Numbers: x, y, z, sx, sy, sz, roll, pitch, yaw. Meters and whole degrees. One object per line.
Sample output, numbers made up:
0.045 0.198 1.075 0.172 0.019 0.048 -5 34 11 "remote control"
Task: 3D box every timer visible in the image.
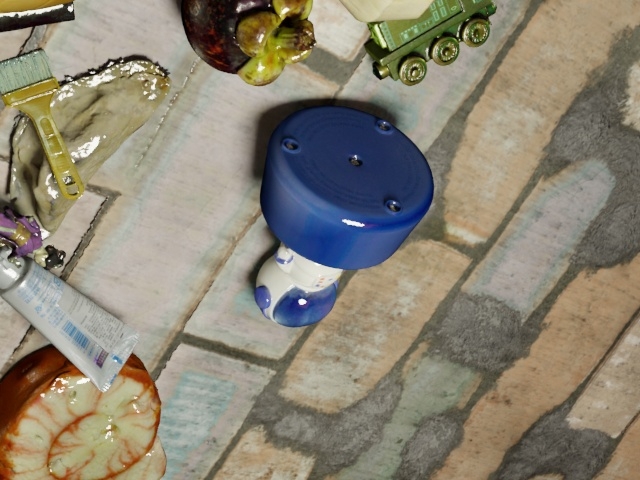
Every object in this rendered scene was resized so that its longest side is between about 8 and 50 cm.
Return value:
0.000 0.000 2.138 0.270 0.270 0.383 -5 140 -27 "timer"

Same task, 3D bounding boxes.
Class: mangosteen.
-0.090 -0.313 1.839 0.192 0.217 0.192 -21 132 -25 "mangosteen"

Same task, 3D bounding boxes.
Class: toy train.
0.169 -0.345 2.059 0.225 0.090 0.137 -31 126 -6 "toy train"

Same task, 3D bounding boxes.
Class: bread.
-0.412 0.321 2.202 0.295 0.114 0.327 -15 130 -19 "bread"

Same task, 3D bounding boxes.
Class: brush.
-0.388 -0.158 1.847 0.083 0.010 0.218 -23 100 -13 "brush"

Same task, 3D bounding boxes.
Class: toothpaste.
-0.409 0.110 2.034 0.299 0.073 0.114 45 61 -32 "toothpaste"

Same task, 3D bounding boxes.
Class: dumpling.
-0.359 -0.138 1.907 0.166 0.086 0.332 29 103 -44 "dumpling"

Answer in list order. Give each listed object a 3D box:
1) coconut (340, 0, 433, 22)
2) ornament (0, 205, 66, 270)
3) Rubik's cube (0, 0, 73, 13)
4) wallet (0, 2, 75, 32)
0.096 -0.429 1.851 0.259 0.259 0.259 -16 130 -20 "coconut"
-0.454 -0.005 1.906 0.088 0.081 0.203 -14 136 39 "ornament"
-0.451 -0.384 1.609 0.254 0.254 0.254 -16 130 -20 "Rubik's cube"
-0.483 -0.336 1.707 0.318 0.045 0.172 -14 126 -19 "wallet"
